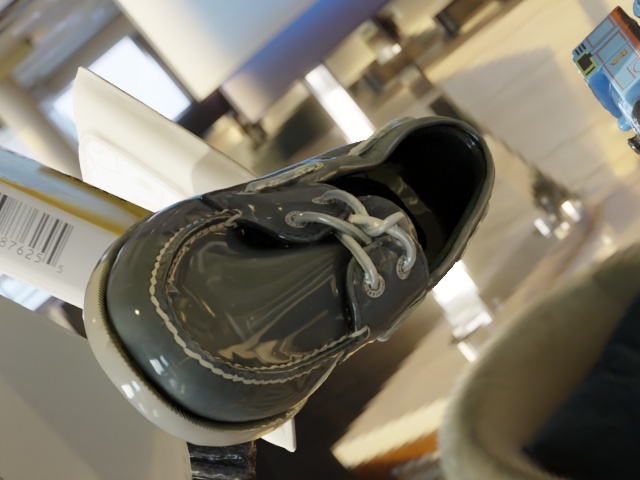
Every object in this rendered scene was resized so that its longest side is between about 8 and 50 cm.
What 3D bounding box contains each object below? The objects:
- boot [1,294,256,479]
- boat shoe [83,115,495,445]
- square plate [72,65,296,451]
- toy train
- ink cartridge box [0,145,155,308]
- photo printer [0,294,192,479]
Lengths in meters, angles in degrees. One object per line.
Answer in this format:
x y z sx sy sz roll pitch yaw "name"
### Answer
-0.184 0.179 1.336 0.348 0.260 0.131 90 -170 -54 "boot"
0.000 0.000 0.726 0.099 0.116 0.319 -42 -7 26 "boat shoe"
-0.157 0.024 1.616 0.049 0.347 0.344 -27 40 -29 "square plate"
0.249 -0.121 1.084 0.105 0.080 0.184 -46 21 16 "toy train"
-0.149 0.007 1.193 0.307 0.303 0.072 -116 50 -79 "ink cartridge box"
-0.182 0.131 0.634 0.107 0.307 0.256 -31 41 36 "photo printer"
